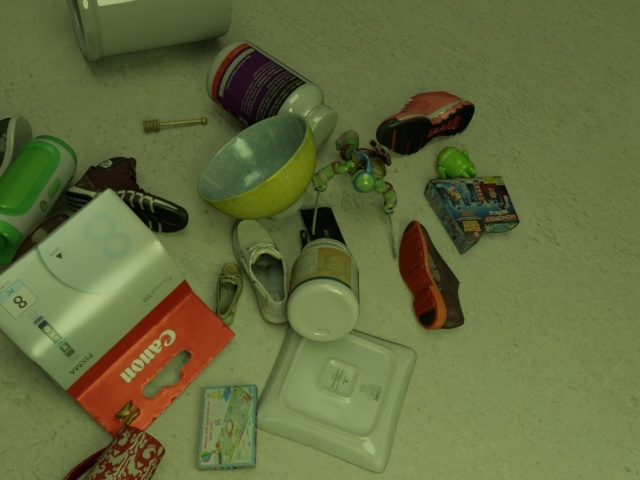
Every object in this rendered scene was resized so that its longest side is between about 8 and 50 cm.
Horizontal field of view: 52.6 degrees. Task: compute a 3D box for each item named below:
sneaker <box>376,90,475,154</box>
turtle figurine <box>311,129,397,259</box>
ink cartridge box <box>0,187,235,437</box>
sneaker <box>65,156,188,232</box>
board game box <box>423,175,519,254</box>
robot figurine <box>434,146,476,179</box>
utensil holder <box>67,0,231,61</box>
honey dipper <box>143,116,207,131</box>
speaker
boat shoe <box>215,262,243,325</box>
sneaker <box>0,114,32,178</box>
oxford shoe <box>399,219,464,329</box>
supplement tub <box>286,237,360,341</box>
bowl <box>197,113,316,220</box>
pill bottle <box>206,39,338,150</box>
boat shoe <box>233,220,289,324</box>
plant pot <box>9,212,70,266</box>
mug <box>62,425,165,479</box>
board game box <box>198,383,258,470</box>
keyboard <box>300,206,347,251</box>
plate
[{"bbox_3d":[0.257,-0.324,1.725,0.314,0.116,0.136,-20,50,-28],"label":"sneaker"},{"bbox_3d":[0.081,-0.131,1.544,0.198,0.275,0.266,-3,31,9],"label":"turtle figurine"},{"bbox_3d":[-0.382,0.143,1.207,0.385,0.091,0.308,47,65,-6],"label":"ink cartridge box"},{"bbox_3d":[-0.420,-0.122,1.478,0.281,0.106,0.162,13,52,2],"label":"sneaker"},{"bbox_3d":[0.371,-0.062,1.574,0.194,0.060,0.194,-3,57,-10],"label":"board game box"},{"bbox_3d":[0.346,-0.193,1.656,0.101,0.067,0.115,-34,66,-18],"label":"robot figurine"},{"bbox_3d":[-0.467,-0.670,1.719,0.385,0.327,0.327,-16,59,-21],"label":"utensil holder"},{"bbox_3d":[-0.369,-0.301,1.652,0.160,0.030,0.030,-10,58,-17],"label":"honey dipper"},{"bbox_3d":[-0.623,-0.092,1.363,0.131,0.131,0.296,11,45,-1],"label":"speaker"},{"bbox_3d":[-0.198,0.108,1.383,0.056,0.048,0.153,10,55,-1],"label":"boat shoe"},{"bbox_3d":[-0.748,-0.142,1.457,0.147,0.104,0.296,-6,65,8],"label":"sneaker"},{"bbox_3d":[0.249,0.078,1.456,0.098,0.097,0.271,7,57,-27],"label":"oxford shoe"},{"bbox_3d":[0.008,0.097,1.331,0.144,0.144,0.200,9,29,-2],"label":"supplement tub"},{"bbox_3d":[-0.118,-0.138,1.477,0.289,0.156,0.289,-22,37,18],"label":"bowl"},{"bbox_3d":[-0.120,-0.354,1.631,0.323,0.181,0.181,37,59,17],"label":"pill bottle"},{"bbox_3d":[-0.119,0.046,1.405,0.098,0.096,0.277,-17,56,-16],"label":"boat shoe"},{"bbox_3d":[-0.504,0.057,1.316,0.165,0.167,0.167,33,57,5],"label":"plant pot"},{"bbox_3d":[-0.367,0.409,1.117,0.150,0.113,0.169,25,53,7],"label":"mug"},{"bbox_3d":[-0.172,0.351,1.221,0.103,0.026,0.154,-4,56,3],"label":"board game box"},{"bbox_3d":[0.000,0.000,1.503,0.108,0.023,0.180,-8,56,-21],"label":"keyboard"},{"bbox_3d":[0.037,0.285,1.298,0.278,0.045,0.277,19,55,5],"label":"plate"}]
